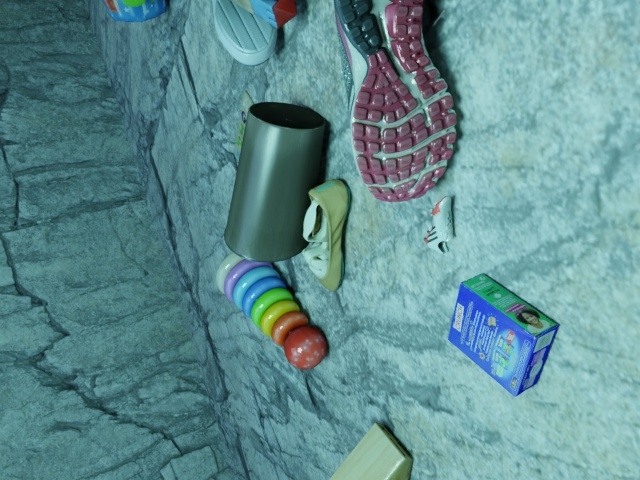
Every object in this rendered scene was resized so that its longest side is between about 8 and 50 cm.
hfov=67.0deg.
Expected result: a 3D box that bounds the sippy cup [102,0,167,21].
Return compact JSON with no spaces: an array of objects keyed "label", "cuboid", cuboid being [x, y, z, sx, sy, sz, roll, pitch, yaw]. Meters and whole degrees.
[{"label":"sippy cup","cuboid":[-0.517,-0.724,1.295,0.239,0.306,0.224,11,139,12]}]

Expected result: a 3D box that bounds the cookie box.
[{"label":"cookie box","cuboid":[0.203,0.105,0.554,0.107,0.040,0.092,42,139,46]}]

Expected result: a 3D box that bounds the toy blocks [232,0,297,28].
[{"label":"toy blocks","cuboid":[-0.102,-0.439,0.644,0.260,0.191,0.381,36,172,13]}]

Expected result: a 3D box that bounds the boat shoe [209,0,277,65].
[{"label":"boat shoe","cuboid":[-0.149,-0.421,0.894,0.094,0.108,0.303,93,160,-62]}]

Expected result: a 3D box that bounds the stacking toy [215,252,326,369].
[{"label":"stacking toy","cuboid":[-0.101,0.159,1.088,0.330,0.141,0.141,43,141,35]}]

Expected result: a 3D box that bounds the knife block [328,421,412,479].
[{"label":"knife block","cuboid":[0.034,0.489,0.863,0.088,0.241,0.276,40,137,46]}]

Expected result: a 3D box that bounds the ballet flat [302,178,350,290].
[{"label":"ballet flat","cuboid":[0.000,0.000,0.847,0.080,0.073,0.233,43,140,43]}]

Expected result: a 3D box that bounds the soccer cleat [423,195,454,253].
[{"label":"soccer cleat","cuboid":[0.153,-0.018,0.601,0.035,0.029,0.083,42,143,32]}]

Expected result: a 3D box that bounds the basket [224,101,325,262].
[{"label":"basket","cuboid":[-0.074,-0.108,0.836,0.154,0.204,0.227,18,123,10]}]

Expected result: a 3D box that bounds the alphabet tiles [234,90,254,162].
[{"label":"alphabet tiles","cuboid":[-0.136,-0.178,1.080,0.237,0.009,0.198,60,150,26]}]

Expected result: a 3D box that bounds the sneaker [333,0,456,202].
[{"label":"sneaker","cuboid":[0.084,-0.193,0.565,0.112,0.120,0.300,-94,-4,-74]}]
